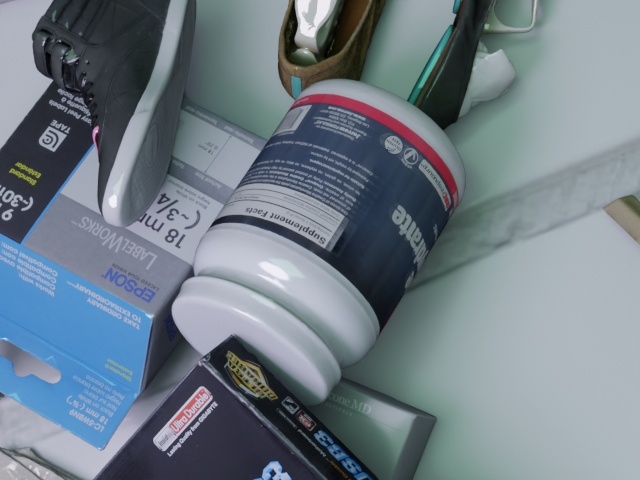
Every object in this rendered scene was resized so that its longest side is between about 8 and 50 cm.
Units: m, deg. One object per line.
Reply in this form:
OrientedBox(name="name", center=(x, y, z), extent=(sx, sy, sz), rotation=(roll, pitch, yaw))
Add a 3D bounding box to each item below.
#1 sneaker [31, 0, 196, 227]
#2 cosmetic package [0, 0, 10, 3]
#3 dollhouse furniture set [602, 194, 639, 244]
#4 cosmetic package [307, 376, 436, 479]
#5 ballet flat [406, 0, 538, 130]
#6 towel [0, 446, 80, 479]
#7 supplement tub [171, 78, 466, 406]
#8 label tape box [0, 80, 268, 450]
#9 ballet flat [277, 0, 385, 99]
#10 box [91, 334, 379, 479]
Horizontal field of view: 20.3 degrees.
OrientedBox(name="sneaker", center=(-0.215, -0.138, 1.730), extent=(0.147, 0.104, 0.296), rotation=(6, 55, 5))
OrientedBox(name="cosmetic package", center=(-0.248, -0.428, 1.893), extent=(0.377, 0.097, 0.284), rotation=(-13, 83, 11))
OrientedBox(name="dollhouse furniture set", center=(0.331, 0.012, 1.752), extent=(0.114, 0.091, 0.081), rotation=(49, 138, 35))
OrientedBox(name="cosmetic package", center=(0.010, 0.256, 1.750), extent=(0.127, 0.107, 0.238), rotation=(19, 91, 17))
OrientedBox(name="ballet flat", center=(0.159, -0.207, 1.777), extent=(0.096, 0.095, 0.280), rotation=(21, 88, 2))
OrientedBox(name="towel", center=(-0.314, 0.369, 1.839), extent=(0.187, 0.049, 0.282), rotation=(27, 89, 17))
OrientedBox(name="supplement tub", center=(0.000, 0.000, 1.695), extent=(0.191, 0.191, 0.272), rotation=(26, 65, 15))
OrientedBox(name="label tape box", center=(-0.225, 0.002, 1.774), extent=(0.240, 0.106, 0.334), rotation=(27, 68, 15))
OrientedBox(name="ballet flat", center=(0.029, -0.305, 1.799), extent=(0.116, 0.124, 0.342), rotation=(20, 88, 14))
OrientedBox(name="box", center=(-0.072, 0.286, 1.649), extent=(0.293, 0.073, 0.295), rotation=(45, 120, 3))
